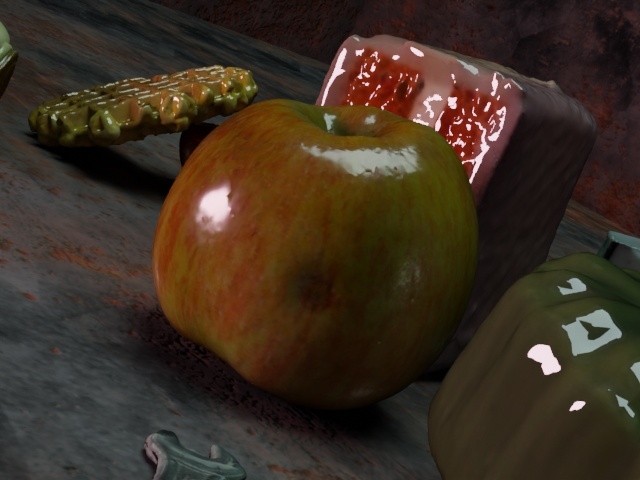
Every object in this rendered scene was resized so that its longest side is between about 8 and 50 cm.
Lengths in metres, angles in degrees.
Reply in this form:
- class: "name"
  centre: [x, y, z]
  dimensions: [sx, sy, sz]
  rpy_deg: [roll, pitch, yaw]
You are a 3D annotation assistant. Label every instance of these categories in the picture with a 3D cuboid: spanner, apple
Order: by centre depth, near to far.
- class: "spanner"
  centre: [-0.088, 0.164, 0.747]
  dimensions: [0.071, 0.017, 0.302]
  rpy_deg: [23, 11, -2]
- class: "apple"
  centre: [0.000, 0.000, 1.088]
  dimensions: [0.264, 0.264, 0.264]
  rpy_deg: [23, 12, -5]

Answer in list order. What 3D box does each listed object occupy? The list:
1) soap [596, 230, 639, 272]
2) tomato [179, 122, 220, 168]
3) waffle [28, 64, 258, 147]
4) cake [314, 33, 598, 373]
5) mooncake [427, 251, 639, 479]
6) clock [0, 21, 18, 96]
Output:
- class: "soap"
  centre: [0.245, 0.095, 1.168]
  dimensions: [0.091, 0.230, 0.145]
  rpy_deg: [25, 11, 6]
- class: "tomato"
  centre: [-0.095, -0.073, 1.585]
  dimensions: [0.159, 0.091, 0.139]
  rpy_deg: [17, 17, 0]
- class: "waffle"
  centre: [-0.210, -0.158, 1.579]
  dimensions: [0.253, 0.056, 0.249]
  rpy_deg: [-2, 17, 32]
- class: "cake"
  centre: [0.113, -0.044, 1.368]
  dimensions: [0.237, 0.308, 0.230]
  rpy_deg: [27, 9, 27]
- class: "mooncake"
  centre: [0.249, 0.159, 0.916]
  dimensions: [0.351, 0.187, 0.351]
  rpy_deg: [27, 18, -9]
- class: "clock"
  centre: [-0.469, -0.211, 1.410]
  dimensions: [0.286, 0.117, 0.348]
  rpy_deg: [17, 15, -33]
